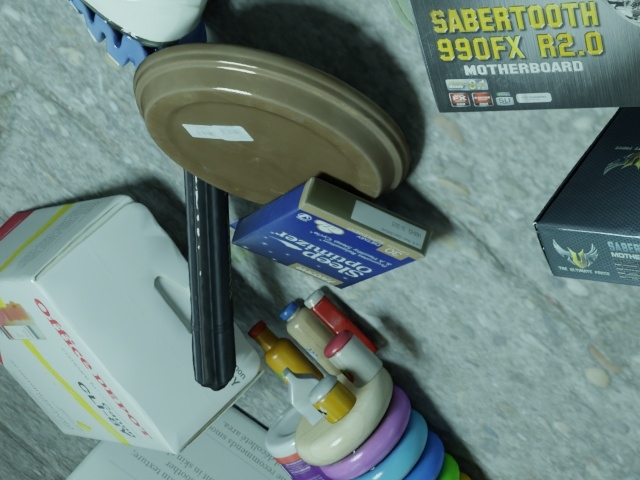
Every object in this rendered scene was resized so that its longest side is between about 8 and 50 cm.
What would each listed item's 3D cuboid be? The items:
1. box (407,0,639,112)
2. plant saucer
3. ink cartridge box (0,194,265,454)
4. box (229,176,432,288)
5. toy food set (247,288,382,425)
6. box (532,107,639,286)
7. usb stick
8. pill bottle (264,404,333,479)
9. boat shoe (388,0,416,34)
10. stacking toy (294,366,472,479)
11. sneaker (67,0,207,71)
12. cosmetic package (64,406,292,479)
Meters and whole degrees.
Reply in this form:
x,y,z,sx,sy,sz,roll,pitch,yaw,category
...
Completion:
x,y,z,sx,sy,sz,roll,pitch,yaw,category
0.181,-0.183,1.035,0.231,0.056,0.183,1,133,22,box
-0.051,-0.096,1.353,0.278,0.041,0.278,16,159,6,plant saucer
-0.283,0.105,1.763,0.279,0.160,0.385,53,154,-17,ink cartridge box
0.000,0.000,1.447,0.136,0.036,0.225,23,161,-19,box
-0.009,0.124,1.585,0.104,0.111,0.232,46,178,-8,toy food set
0.298,-0.039,1.026,0.233,0.183,0.059,7,135,42,box
-0.119,0.030,1.554,0.045,0.077,0.278,3,112,12,usb stick
0.029,0.288,1.760,0.193,0.108,0.108,51,146,-17,pill bottle
0.064,-0.267,1.096,0.081,0.068,0.227,-3,130,26,boat shoe
0.128,0.294,1.666,0.330,0.141,0.141,44,148,-18,stacking toy
-0.215,-0.301,1.310,0.315,0.127,0.182,34,144,-3,sneaker
-0.211,0.457,1.941,0.329,0.393,0.327,35,147,10,cosmetic package
